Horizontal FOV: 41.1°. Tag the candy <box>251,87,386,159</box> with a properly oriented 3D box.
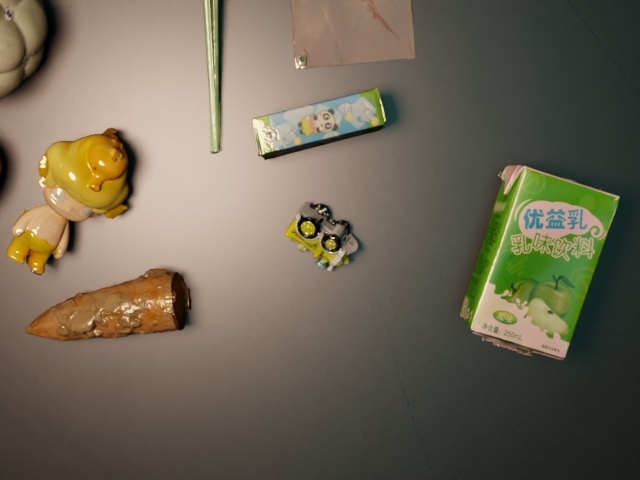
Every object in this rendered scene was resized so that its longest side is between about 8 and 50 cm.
[{"bbox_3d":[-0.003,-0.174,1.285,0.194,0.097,0.062,-14,92,1],"label":"candy"}]

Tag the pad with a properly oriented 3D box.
[{"bbox_3d":[0.050,-0.329,1.315,0.187,0.006,0.113,-4,95,0],"label":"pad"}]

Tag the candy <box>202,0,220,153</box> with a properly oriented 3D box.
[{"bbox_3d":[-0.165,-0.298,1.293,0.093,0.092,0.335,-8,106,-35],"label":"candy"}]

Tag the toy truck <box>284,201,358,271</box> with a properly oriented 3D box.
[{"bbox_3d":[0.000,0.000,1.318,0.111,0.076,0.077,39,118,-1],"label":"toy truck"}]

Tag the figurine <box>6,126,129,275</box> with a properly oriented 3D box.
[{"bbox_3d":[-0.377,-0.064,1.286,0.246,0.131,0.156,-49,128,3],"label":"figurine"}]

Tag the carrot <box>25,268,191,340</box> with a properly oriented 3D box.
[{"bbox_3d":[-0.334,0.115,1.324,0.263,0.102,0.102,-11,95,7],"label":"carrot"}]

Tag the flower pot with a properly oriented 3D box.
[{"bbox_3d":[-0.518,-0.313,1.225,0.246,0.195,0.246,0,94,1],"label":"flower pot"}]

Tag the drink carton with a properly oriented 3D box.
[{"bbox_3d":[0.322,0.032,1.297,0.161,0.108,0.271,18,94,-4],"label":"drink carton"}]
